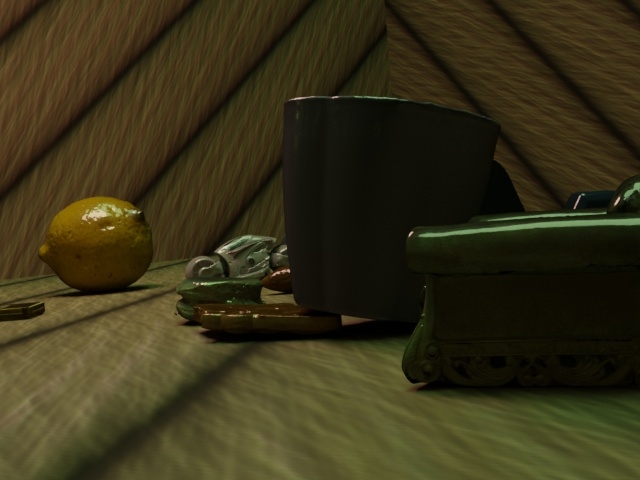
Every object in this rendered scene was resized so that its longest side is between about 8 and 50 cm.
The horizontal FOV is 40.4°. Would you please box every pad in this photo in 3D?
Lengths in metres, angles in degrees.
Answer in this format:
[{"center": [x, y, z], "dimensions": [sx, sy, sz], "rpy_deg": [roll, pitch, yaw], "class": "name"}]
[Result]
[{"center": [0.301, -0.075, 1.776], "dimensions": [0.063, 0.315, 0.375], "rpy_deg": [-30, -15, 35], "class": "pad"}]

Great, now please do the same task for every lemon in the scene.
[{"center": [-0.516, 0.010, 2.015], "dimensions": [0.253, 0.228, 0.228], "rpy_deg": [-6, 2, 2], "class": "lemon"}]

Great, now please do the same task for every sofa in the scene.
[{"center": [0.186, 0.013, 0.731], "dimensions": [0.200, 0.182, 0.258], "rpy_deg": [-5, 2, 23], "class": "sofa"}]

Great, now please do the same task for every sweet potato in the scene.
[{"center": [-0.001, 0.065, 1.589], "dimensions": [0.218, 0.051, 0.065], "rpy_deg": [-5, 0, -6], "class": "sweet potato"}]

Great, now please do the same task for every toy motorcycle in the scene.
[{"center": [-0.156, 0.043, 1.805], "dimensions": [0.254, 0.112, 0.112], "rpy_deg": [-7, 2, -19], "class": "toy motorcycle"}]

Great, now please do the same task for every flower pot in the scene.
[{"center": [0.077, -0.030, 1.029], "dimensions": [0.265, 0.243, 0.265], "rpy_deg": [4, -1, 0], "class": "flower pot"}]

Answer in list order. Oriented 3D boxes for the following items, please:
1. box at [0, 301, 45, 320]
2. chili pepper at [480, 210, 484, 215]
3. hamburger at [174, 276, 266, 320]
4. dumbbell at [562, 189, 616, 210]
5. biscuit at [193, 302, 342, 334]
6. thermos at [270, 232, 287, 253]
[{"center": [-0.568, 0.129, 1.543], "dimensions": [0.133, 0.023, 0.090], "rpy_deg": [-5, 0, -2], "class": "box"}, {"center": [0.129, 0.013, 1.282], "dimensions": [0.261, 0.174, 0.165], "rpy_deg": [-1, 29, 46], "class": "chili pepper"}, {"center": [-0.145, 0.084, 1.259], "dimensions": [0.133, 0.062, 0.140], "rpy_deg": [-1, -1, -9], "class": "hamburger"}, {"center": [0.601, -0.033, 1.718], "dimensions": [0.143, 0.156, 0.316], "rpy_deg": [25, -3, -9], "class": "dumbbell"}, {"center": [-0.067, 0.096, 1.069], "dimensions": [0.162, 0.035, 0.250], "rpy_deg": [-8, 4, -44], "class": "biscuit"}, {"center": [0.000, 0.000, 2.134], "dimensions": [0.182, 0.145, 0.286], "rpy_deg": [-17, 0, 17], "class": "thermos"}]
